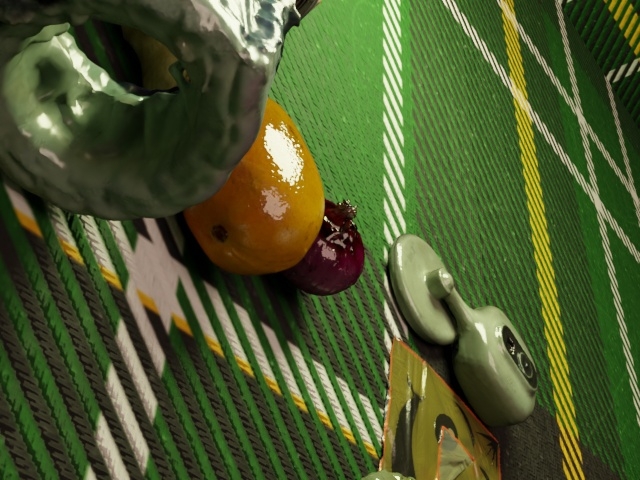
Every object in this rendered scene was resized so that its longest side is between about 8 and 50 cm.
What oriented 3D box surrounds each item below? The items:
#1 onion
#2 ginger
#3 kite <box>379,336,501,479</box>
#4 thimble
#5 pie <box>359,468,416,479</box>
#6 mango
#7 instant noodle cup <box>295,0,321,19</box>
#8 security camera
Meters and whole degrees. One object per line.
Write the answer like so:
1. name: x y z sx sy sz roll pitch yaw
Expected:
1. onion: 0.000 0.000 0.914 0.115 0.104 0.115 36 25 -20
2. ginger: -0.145 -0.181 0.831 0.122 0.115 0.193 26 53 -20
3. kite: 0.163 0.290 1.072 0.327 0.013 0.378 -11 79 -61
4. thimble: -0.136 -0.133 0.648 0.237 0.237 0.150 46 34 -32
5. pie: 0.101 0.370 0.845 0.306 0.071 0.306 29 52 -45
6. mango: -0.062 -0.068 0.843 0.141 0.102 0.217 10 42 -10
7. instant noodle cup: -0.063 -0.306 0.980 0.177 0.208 0.125 40 14 4
8. security camera: 0.195 0.112 1.190 0.301 0.080 0.157 53 33 -18
